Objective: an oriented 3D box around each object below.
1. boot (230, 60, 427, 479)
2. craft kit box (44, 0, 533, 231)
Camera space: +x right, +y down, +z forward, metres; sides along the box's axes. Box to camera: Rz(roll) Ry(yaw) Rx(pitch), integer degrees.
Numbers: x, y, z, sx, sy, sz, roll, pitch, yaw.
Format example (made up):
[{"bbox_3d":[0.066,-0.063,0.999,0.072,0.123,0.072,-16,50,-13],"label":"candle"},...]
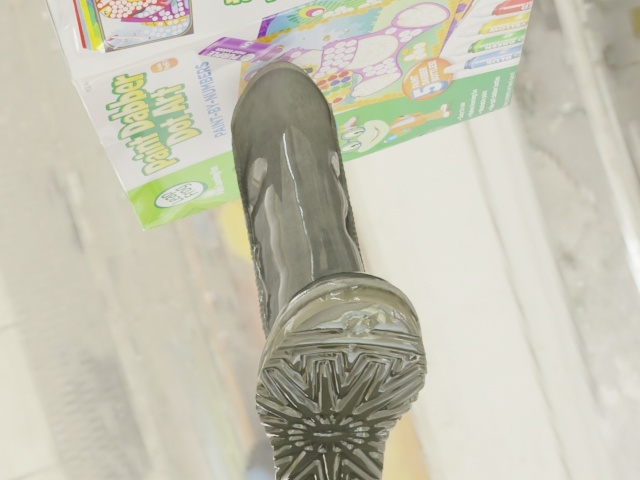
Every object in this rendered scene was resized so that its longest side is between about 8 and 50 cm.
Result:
[{"bbox_3d":[-0.002,-0.001,0.752,0.190,0.076,0.208,106,166,-55],"label":"boot"},{"bbox_3d":[-0.007,-0.101,0.884,0.250,0.246,0.061,81,172,-73],"label":"craft kit box"}]
